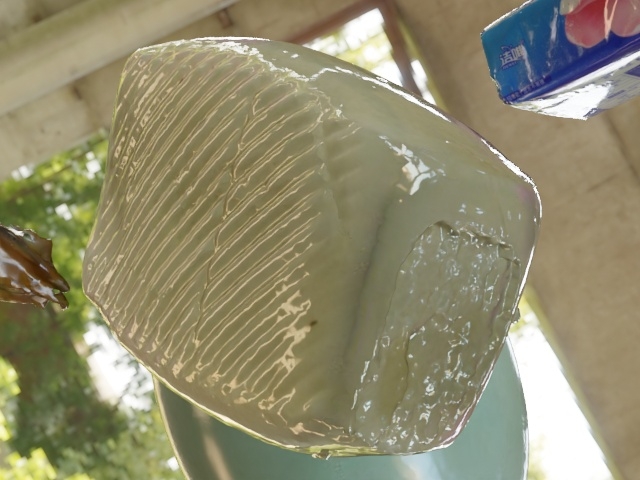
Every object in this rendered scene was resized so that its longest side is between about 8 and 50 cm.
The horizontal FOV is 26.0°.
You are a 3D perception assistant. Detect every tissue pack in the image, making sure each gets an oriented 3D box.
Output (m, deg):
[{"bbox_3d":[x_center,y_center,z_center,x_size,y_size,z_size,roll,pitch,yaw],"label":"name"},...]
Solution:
[{"bbox_3d":[0.361,-0.260,1.702,0.270,0.209,0.137,-28,-113,42],"label":"tissue pack"}]

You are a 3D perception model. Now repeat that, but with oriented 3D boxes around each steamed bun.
[{"bbox_3d":[0.000,0.000,0.647,0.239,0.153,0.169,26,-77,51],"label":"steamed bun"}]

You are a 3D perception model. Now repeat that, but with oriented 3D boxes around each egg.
[{"bbox_3d":[0.011,0.108,1.083,0.276,0.276,0.388,104,-38,-69],"label":"egg"}]

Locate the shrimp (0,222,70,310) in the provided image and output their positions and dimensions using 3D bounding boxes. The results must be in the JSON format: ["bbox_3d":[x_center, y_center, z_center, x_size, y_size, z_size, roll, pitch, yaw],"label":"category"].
[{"bbox_3d":[-0.216,-0.061,0.524,0.294,0.154,0.062,37,-43,-5],"label":"shrimp"}]
